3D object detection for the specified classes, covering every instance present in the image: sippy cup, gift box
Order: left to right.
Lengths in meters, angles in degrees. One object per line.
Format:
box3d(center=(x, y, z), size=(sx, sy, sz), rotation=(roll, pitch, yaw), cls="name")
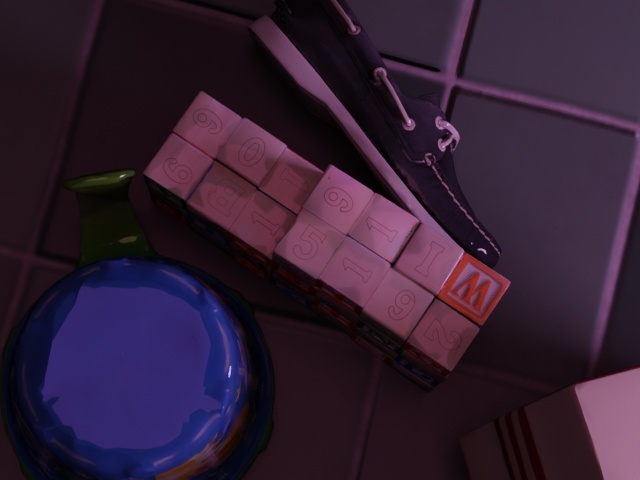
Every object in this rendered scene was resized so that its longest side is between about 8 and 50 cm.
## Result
box3d(center=(-0.150, 0.111, 1.493), size=(0.305, 0.224, 0.240), rotation=(44, 82, 4), cls="sippy cup")
box3d(center=(0.280, 0.235, 1.486), size=(0.255, 0.276, 0.258), rotation=(-12, 77, -18), cls="gift box")

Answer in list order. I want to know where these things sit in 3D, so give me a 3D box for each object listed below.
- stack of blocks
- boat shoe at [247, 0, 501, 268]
box3d(center=(0.000, 0.000, 1.546), size=(0.297, 0.171, 0.087), rotation=(34, 80, 4), cls="stack of blocks")
box3d(center=(0.064, -0.098, 1.596), size=(0.091, 0.114, 0.302), rotation=(-40, 85, -3), cls="boat shoe")
